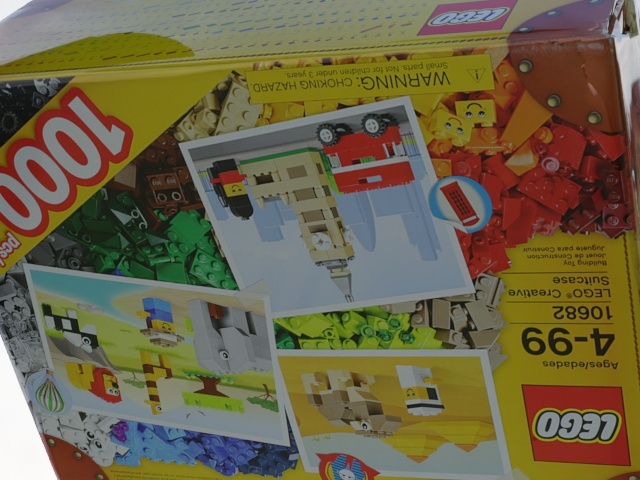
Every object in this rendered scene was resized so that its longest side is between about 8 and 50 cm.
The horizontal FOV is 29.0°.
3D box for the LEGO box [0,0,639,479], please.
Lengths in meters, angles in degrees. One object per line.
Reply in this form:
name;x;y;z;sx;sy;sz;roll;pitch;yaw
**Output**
LEGO box;0.000;0.000;0.930;0.193;0.500;0.372;-56;-41;-53
